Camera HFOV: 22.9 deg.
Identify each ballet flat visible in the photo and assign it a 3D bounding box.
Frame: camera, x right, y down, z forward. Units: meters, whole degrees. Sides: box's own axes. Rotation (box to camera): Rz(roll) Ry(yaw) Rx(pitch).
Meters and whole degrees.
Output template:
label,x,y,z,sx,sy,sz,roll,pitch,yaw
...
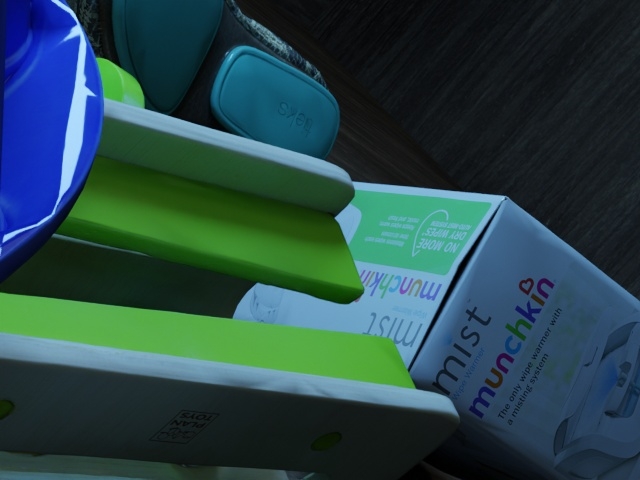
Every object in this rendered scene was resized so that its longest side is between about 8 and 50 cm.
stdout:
label,x,y,z,sx,sy,sz,roll,pitch,yaw
ballet flat,-0.143,-0.179,1.471,0.182,0.164,0.483,22,-6,26

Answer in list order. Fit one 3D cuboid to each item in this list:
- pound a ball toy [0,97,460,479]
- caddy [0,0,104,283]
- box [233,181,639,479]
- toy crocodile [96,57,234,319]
label,x,y,z,sx,sy,sz,roll,pitch,yaw
pound a ball toy,-0.097,0.065,0.523,0.319,0.136,0.208,12,46,-47
caddy,-0.213,-0.082,0.355,0.341,0.179,0.241,9,38,-12
box,0.091,0.074,1.009,0.231,0.127,0.262,36,-12,-25
toy crocodile,-0.143,-0.032,0.914,0.115,0.105,0.340,30,20,-54
